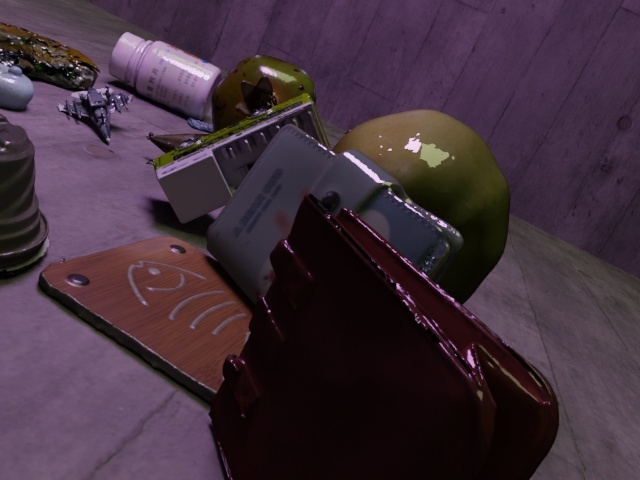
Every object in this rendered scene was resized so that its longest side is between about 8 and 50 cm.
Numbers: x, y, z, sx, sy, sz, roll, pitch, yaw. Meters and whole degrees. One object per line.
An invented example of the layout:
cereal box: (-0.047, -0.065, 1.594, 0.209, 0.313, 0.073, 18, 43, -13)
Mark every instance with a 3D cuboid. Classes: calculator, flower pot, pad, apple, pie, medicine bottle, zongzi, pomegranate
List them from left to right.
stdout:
flower pot: (-0.408, -0.072, 0.630, 0.235, 0.141, 0.235, 21, 17, -7)
pie: (-0.721, -0.451, 1.375, 0.296, 0.078, 0.371, 30, 19, 16)
medicine bottle: (-0.451, -0.484, 1.674, 0.292, 0.170, 0.170, 25, 18, -7)
pad: (-0.161, 0.082, 0.735, 0.283, 0.018, 0.286, 29, 17, 12)
calculator: (-0.304, -0.321, 1.669, 0.171, 0.018, 0.057, 13, 23, -39)
zongzi: (-0.227, -0.188, 1.265, 0.242, 0.112, 0.221, 19, 14, 7)
pomegranate: (-0.125, -0.328, 1.435, 0.290, 0.291, 0.323, 17, -7, -25)
apple: (0.141, -0.039, 0.952, 0.357, 0.358, 0.357, 23, 18, -8)

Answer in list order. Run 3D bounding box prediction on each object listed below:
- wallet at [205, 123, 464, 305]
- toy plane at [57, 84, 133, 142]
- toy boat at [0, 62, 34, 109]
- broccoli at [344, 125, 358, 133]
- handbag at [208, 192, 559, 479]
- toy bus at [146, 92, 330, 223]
wallet: (0.000, 0.000, 0.760, 0.360, 0.252, 0.083, 42, 7, 38)
toy plane: (-0.478, -0.285, 1.232, 0.159, 0.083, 0.234, -13, 33, -21)
toy boat: (-0.654, -0.330, 1.125, 0.207, 0.079, 0.134, 30, 15, 17)
broccoli: (0.055, -0.110, 1.249, 0.242, 0.273, 0.180, 31, -15, 11)
handbag: (0.012, 0.130, 0.437, 0.084, 0.260, 0.275, 11, 21, -33)
toy bus: (-0.133, -0.145, 0.978, 0.139, 0.301, 0.113, -121, -174, -62)
